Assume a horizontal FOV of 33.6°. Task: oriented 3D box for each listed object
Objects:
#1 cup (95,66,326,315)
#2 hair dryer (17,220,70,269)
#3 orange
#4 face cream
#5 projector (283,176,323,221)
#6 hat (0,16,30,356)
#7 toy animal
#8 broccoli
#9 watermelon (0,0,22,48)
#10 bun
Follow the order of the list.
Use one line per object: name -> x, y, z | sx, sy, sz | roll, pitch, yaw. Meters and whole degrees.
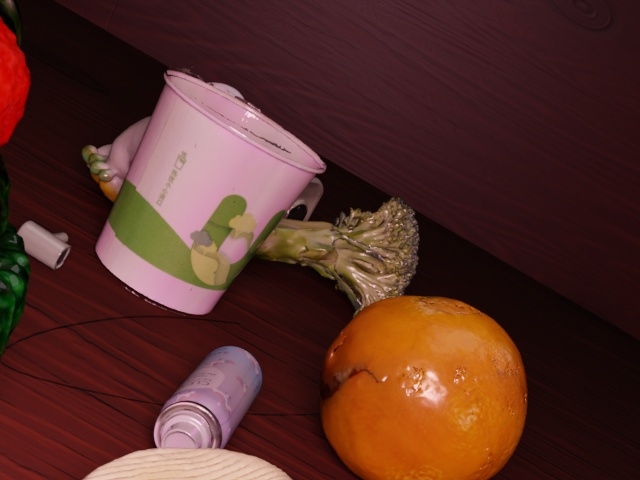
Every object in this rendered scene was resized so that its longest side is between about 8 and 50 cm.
cup -> -0.165, -0.061, 1.449 | 0.253, 0.274, 0.253 | 32, 12, -8
hair dryer -> -0.341, 0.004, 1.358 | 0.063, 0.038, 0.124 | 33, 5, 2
orange -> 0.119, 0.179, 1.243 | 0.246, 0.246, 0.246 | 29, 12, -7
face cream -> -0.117, 0.174, 1.102 | 0.075, 0.075, 0.229 | 31, 12, 1
projector -> -0.126, -0.094, 1.943 | 0.177, 0.163, 0.242 | 39, 17, 29
hat -> -0.316, -0.032, 0.841 | 0.242, 0.332, 0.274 | 18, 20, -39
toy animal -> -0.228, -0.125, 1.674 | 0.183, 0.247, 0.310 | 58, -10, -1
broccoli -> 0.011, 0.013, 1.806 | 0.361, 0.221, 0.252 | 0, 24, -47
watermelon -> -0.570, -0.308, 1.552 | 0.269, 0.269, 0.269 | 29, 12, -7
bun -> -0.100, 0.244, 0.780 | 0.222, 0.128, 0.222 | 0, 16, 0
